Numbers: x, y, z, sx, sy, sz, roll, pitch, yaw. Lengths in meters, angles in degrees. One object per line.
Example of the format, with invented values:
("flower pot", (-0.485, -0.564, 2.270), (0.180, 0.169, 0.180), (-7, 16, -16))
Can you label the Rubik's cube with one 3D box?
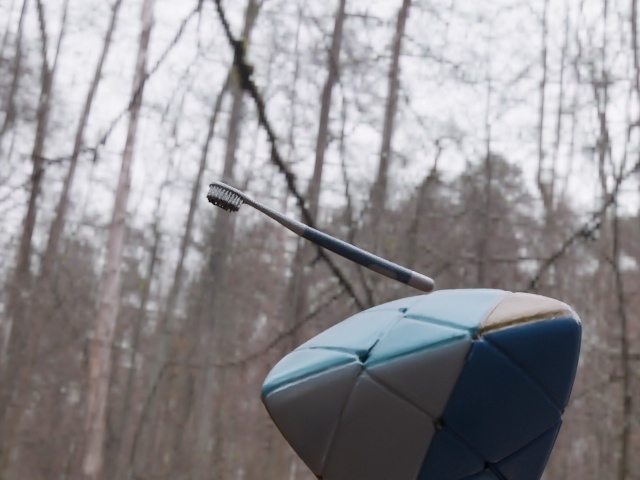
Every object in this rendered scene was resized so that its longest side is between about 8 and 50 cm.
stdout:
("Rubik's cube", (0.075, 0.102, 0.910), (0.254, 0.254, 0.254), (6, -19, 2))

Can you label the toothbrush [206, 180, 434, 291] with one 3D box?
("toothbrush", (0.000, 0.000, 1.337), (0.276, 0.025, 0.019), (25, -39, -4))
